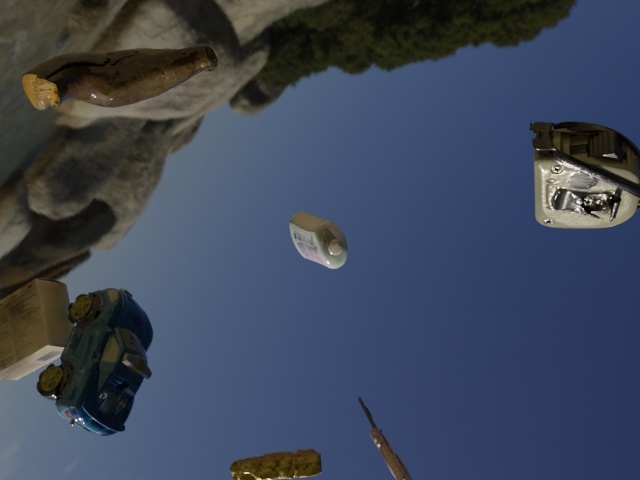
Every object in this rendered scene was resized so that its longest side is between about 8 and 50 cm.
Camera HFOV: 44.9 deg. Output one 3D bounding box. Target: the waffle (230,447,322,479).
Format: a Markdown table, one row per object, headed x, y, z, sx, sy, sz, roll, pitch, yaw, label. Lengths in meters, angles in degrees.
| x | y | z | sx | sy | sz | roll | pitch | yaw | label |
| --- | --- | --- | --- | --- | --- | --- | --- | --- | --- |
| -0.110 | 0.538 | 1.845 | 0.160 | 0.210 | 0.055 | 133 | -47 | -75 | waffle |

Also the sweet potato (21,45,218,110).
| x | y | z | sx | sy | sz | roll | pitch | yaw | label |
| --- | --- | --- | --- | --- | --- | --- | --- | --- | --- |
| -0.297 | -0.244 | 1.164 | 0.112 | 0.285 | 0.085 | -147 | -129 | -69 | sweet potato |

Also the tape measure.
| x | y | z | sx | sy | sz | roll | pitch | yaw | label |
| --- | --- | --- | --- | --- | --- | --- | --- | --- | --- |
| 0.554 | -0.132 | 1.587 | 0.231 | 0.271 | 0.133 | 0 | -127 | 18 | tape measure |

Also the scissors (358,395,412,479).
| x | y | z | sx | sy | sz | roll | pitch | yaw | label |
| --- | --- | --- | --- | --- | --- | --- | --- | --- | --- |
| 0.123 | 0.393 | 1.514 | 0.024 | 0.160 | 0.317 | -33 | -154 | -1 | scissors |

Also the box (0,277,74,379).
| x | y | z | sx | sy | sz | roll | pitch | yaw | label |
| --- | --- | --- | --- | --- | --- | --- | --- | --- | --- |
| -0.675 | 0.205 | 1.776 | 0.212 | 0.095 | 0.168 | -27 | -111 | 23 | box |

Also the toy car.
| x | y | z | sx | sy | sz | roll | pitch | yaw | label |
| --- | --- | --- | --- | --- | --- | --- | --- | --- | --- |
| -0.436 | 0.245 | 1.611 | 0.166 | 0.198 | 0.314 | 0 | -123 | 25 | toy car |

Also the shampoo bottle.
| x | y | z | sx | sy | sz | roll | pitch | yaw | label |
| --- | --- | --- | --- | --- | --- | --- | --- | --- | --- |
| 0.000 | 0.000 | 1.080 | 0.043 | 0.072 | 0.099 | -31 | -157 | -20 | shampoo bottle |
